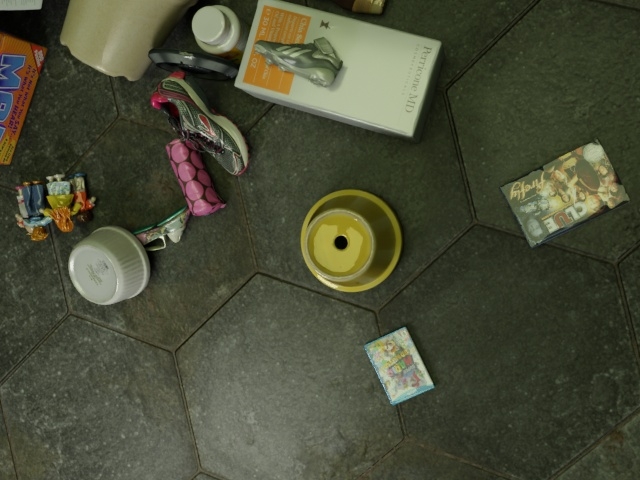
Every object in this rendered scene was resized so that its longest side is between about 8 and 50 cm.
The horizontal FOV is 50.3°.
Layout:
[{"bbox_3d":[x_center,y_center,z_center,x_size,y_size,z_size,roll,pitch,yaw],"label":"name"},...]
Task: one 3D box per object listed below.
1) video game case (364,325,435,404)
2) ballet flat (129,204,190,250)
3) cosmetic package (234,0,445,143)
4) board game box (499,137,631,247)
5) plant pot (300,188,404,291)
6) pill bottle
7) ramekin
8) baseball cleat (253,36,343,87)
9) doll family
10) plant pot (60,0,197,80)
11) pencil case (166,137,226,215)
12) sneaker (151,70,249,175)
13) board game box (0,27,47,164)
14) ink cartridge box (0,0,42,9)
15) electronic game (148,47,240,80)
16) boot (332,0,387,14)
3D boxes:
[{"bbox_3d":[0.197,0.314,1.707,0.119,0.015,0.166,-27,86,13],"label":"video game case"},{"bbox_3d":[-0.424,-0.021,1.826,0.221,0.077,0.079,-23,105,18],"label":"ballet flat"},{"bbox_3d":[0.048,-0.409,1.645,0.453,0.161,0.230,17,96,12],"label":"cosmetic package"},{"bbox_3d":[0.567,-0.108,1.588,0.243,0.042,0.165,-28,86,13],"label":"board game box"},{"bbox_3d":[0.065,0.002,1.610,0.253,0.239,0.254,1,93,11],"label":"plant pot"},{"bbox_3d":[-0.235,-0.506,1.683,0.117,0.215,0.117,0,92,14],"label":"pill bottle"},{"bbox_3d":[-0.569,0.072,1.809,0.207,0.109,0.207,8,111,23],"label":"ramekin"},{"bbox_3d":[-0.046,-0.427,1.558,0.205,0.072,0.109,29,85,7],"label":"baseball cleat"},{"bbox_3d":[-0.754,-0.086,1.874,0.262,0.118,0.163,-10,90,14],"label":"doll family"},{"bbox_3d":[-0.491,-0.588,1.716,0.333,0.334,0.305,37,111,10],"label":"plant pot"},{"bbox_3d":[-0.325,-0.168,1.783,0.095,0.098,0.209,-27,84,58],"label":"pencil case"},{"bbox_3d":[-0.304,-0.277,1.719,0.299,0.112,0.121,47,141,-14],"label":"sneaker"},{"bbox_3d":[-1.028,-0.437,1.801,0.356,0.356,0.356,25,100,12],"label":"board game box"},{"bbox_3d":[-0.845,-0.643,1.736,0.324,0.330,0.071,34,126,43],"label":"ink cartridge box"},{"bbox_3d":[-0.312,-0.442,1.696,0.229,0.229,0.048,10,93,13],"label":"electronic game"},{"bbox_3d":[0.090,-0.690,1.660,0.206,0.090,0.249,22,100,10],"label":"boot"}]
